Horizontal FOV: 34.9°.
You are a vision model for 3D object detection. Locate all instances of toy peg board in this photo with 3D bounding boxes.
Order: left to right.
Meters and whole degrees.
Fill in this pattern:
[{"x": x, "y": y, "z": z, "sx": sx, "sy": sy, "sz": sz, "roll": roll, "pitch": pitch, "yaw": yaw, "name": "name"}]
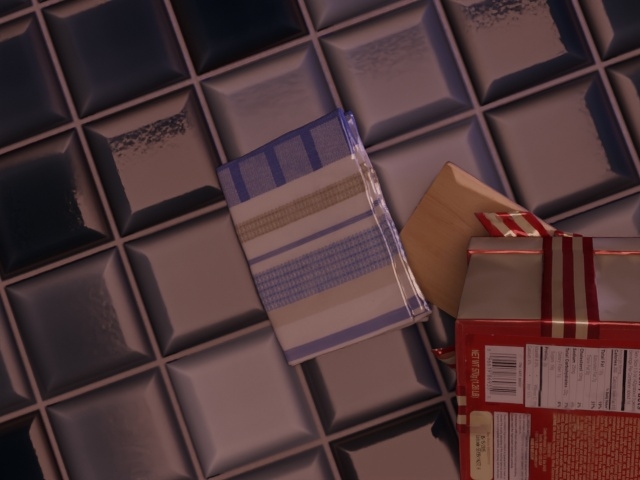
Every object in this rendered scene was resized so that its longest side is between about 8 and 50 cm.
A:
[{"x": 0.187, "y": 0.006, "z": 1.285, "sx": 0.161, "sy": 0.079, "sz": 0.160, "roll": 33, "pitch": 105, "yaw": 4, "name": "toy peg board"}]

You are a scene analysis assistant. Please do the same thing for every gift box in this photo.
[{"x": 0.253, "y": 0.120, "z": 1.137, "sx": 0.276, "sy": 0.258, "sz": 0.255, "roll": 6, "pitch": 113, "yaw": 13, "name": "gift box"}]

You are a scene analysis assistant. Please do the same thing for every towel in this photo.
[{"x": 0.000, "y": 0.000, "z": 1.282, "sx": 0.209, "sy": 0.034, "sz": 0.285, "roll": -23, "pitch": 84, "yaw": 22, "name": "towel"}]
